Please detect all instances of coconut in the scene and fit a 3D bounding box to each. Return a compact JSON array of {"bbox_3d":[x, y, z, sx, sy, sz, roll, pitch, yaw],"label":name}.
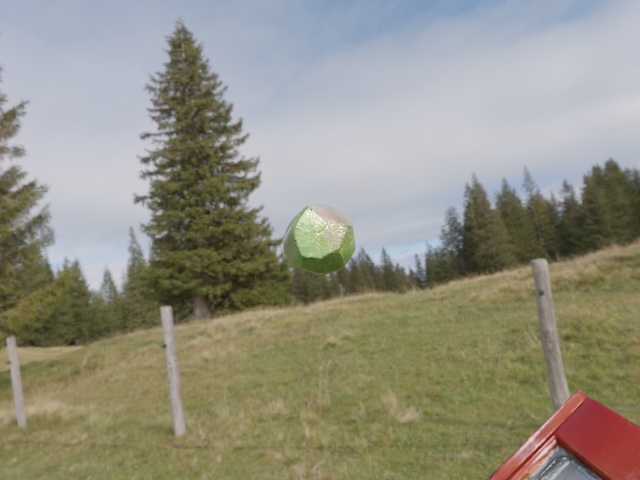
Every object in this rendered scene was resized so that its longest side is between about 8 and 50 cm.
[{"bbox_3d":[0.000,0.000,0.568,0.082,0.083,0.081,27,-24,-3],"label":"coconut"}]

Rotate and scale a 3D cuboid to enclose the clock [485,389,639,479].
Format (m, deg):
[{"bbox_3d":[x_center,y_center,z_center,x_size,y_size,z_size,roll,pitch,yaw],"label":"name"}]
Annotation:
[{"bbox_3d":[0.143,0.177,0.275,0.155,0.061,0.113,-42,20,-3],"label":"clock"}]
